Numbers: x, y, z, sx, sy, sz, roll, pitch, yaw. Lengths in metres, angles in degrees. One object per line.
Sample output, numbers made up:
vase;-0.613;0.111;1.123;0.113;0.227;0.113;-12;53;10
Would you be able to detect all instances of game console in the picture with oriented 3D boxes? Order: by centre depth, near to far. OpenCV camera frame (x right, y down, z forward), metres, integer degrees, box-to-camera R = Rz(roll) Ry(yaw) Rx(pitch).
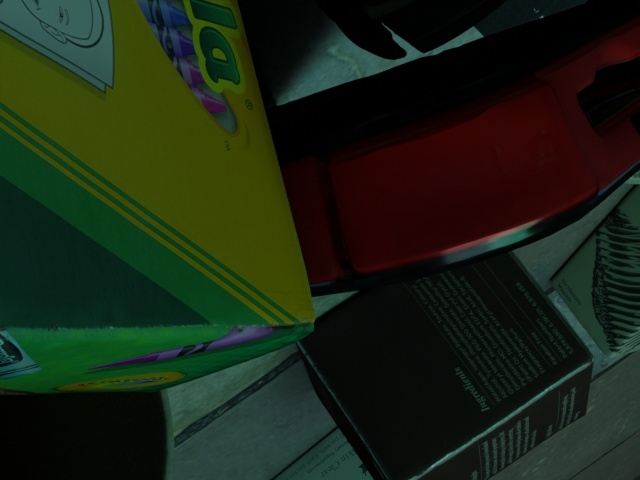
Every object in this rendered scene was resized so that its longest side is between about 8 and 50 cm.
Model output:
game console;0.005;-0.035;0.665;0.342;0.060;0.386;-15;-172;32

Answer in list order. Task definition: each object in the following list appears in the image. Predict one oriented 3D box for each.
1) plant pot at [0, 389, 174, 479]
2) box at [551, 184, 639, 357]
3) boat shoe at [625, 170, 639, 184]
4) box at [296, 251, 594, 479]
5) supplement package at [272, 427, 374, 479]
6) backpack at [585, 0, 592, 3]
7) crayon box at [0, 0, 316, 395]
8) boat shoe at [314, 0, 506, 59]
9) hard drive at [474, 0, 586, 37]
plant pot;-0.250;0.115;0.750;0.254;0.237;0.237;-30;162;31
box;0.362;-0.010;1.443;0.094;0.113;0.275;-10;145;-43
boat shoe;0.318;-0.134;1.152;0.089;0.104;0.285;-10;149;-39
box;0.112;0.121;1.279;0.203;0.167;0.168;-32;157;-7
supplement package;0.008;0.339;1.584;0.262;0.145;0.204;-41;157;11
backpack;0.262;-0.169;0.990;0.173;0.117;0.158;-47;154;26
crayon box;-0.108;-0.093;0.423;0.081;0.278;0.165;-22;166;31
boat shoe;0.119;-0.219;0.682;0.340;0.127;0.158;-41;164;14
hard drive;0.177;-0.220;0.839;0.254;0.054;0.172;-42;161;12
